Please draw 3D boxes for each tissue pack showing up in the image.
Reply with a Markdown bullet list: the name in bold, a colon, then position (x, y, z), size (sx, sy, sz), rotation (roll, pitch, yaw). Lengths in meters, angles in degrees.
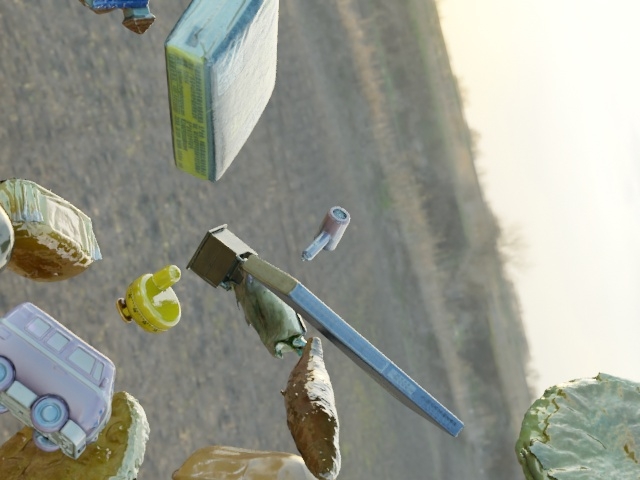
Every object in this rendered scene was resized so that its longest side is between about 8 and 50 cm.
- **tissue pack**: position (-0.121, -0.217, 1.329), size (0.257, 0.081, 0.185), rotation (99, 17, -60)

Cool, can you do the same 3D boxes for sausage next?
- **sausage**: position (-0.108, 0.373, 1.571), size (0.136, 0.241, 0.120), rotation (74, 24, -47)

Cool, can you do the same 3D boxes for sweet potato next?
- **sweet potato**: position (-0.014, 0.211, 1.291), size (0.314, 0.072, 0.066), rotation (-95, -170, -70)

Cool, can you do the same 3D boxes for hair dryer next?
- **hair dryer**: position (0.000, 0.000, 1.558), size (0.114, 0.037, 0.063), rotation (-46, 168, -49)

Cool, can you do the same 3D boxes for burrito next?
- **burrito**: position (-0.095, 0.116, 1.824), size (0.309, 0.066, 0.096), rotation (46, -49, 53)

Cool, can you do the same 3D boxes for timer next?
- **timer**: position (-0.282, 0.103, 1.809), size (0.107, 0.109, 0.107), rotation (47, 23, -27)

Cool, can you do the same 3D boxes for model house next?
- **model house**: position (-0.265, -0.324, 1.290), size (0.119, 0.148, 0.148), rotation (-16, 100, -39)

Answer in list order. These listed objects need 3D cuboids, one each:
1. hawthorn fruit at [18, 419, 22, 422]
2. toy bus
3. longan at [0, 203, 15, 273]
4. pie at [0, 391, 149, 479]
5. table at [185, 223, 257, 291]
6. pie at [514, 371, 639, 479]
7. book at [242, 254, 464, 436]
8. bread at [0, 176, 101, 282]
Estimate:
- **hawthorn fruit**: position (-0.526, 0.266, 1.925), size (0.140, 0.125, 0.125), rotation (-63, 161, -10)
- **toy bus**: position (-0.385, 0.200, 1.478), size (0.142, 0.202, 0.142), rotation (-52, 176, -28)
- **longan**: position (-0.530, -0.005, 1.473), size (0.185, 0.204, 0.159), rotation (28, 58, -27)
- **pie**: position (-0.434, 0.390, 1.746), size (0.339, 0.339, 0.083), rotation (-92, 158, -53)
- **table**: position (-0.168, 0.033, 1.820), size (0.082, 0.083, 0.070), rotation (37, 21, 10)
- **pie**: position (0.393, 0.289, 1.347), size (0.306, 0.306, 0.071), rotation (-91, -177, -56)
- **book**: position (0.034, 0.120, 1.223), size (0.269, 0.025, 0.191), rotation (42, -7, -19)
- **bread**: position (-0.471, -0.008, 1.714), size (0.241, 0.136, 0.107), rotation (48, 27, -64)
